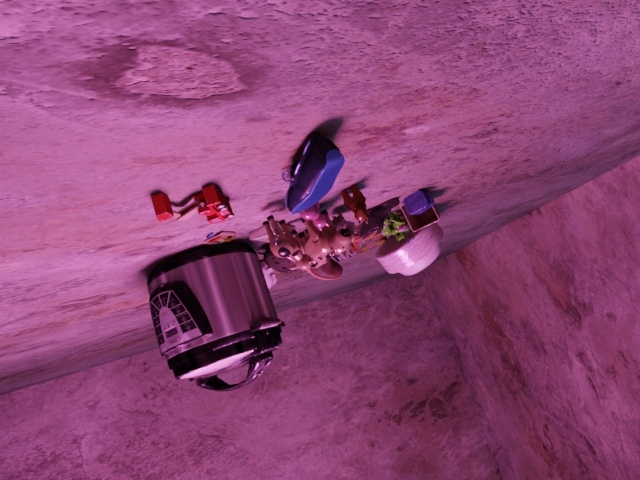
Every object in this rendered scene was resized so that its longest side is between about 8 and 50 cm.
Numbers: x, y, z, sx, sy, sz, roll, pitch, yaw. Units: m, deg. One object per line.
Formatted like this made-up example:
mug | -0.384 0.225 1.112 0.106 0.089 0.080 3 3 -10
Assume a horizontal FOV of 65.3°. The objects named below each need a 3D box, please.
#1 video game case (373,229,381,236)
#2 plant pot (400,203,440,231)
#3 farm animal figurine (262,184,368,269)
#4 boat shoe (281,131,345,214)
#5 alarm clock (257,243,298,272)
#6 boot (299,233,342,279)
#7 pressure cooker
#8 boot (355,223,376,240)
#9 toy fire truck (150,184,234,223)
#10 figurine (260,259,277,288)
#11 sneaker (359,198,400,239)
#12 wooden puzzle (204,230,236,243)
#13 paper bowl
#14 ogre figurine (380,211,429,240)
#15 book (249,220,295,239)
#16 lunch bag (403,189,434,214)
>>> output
video game case | 0.166 0.016 2.169 0.248 0.035 0.275 -21 167 5
plant pot | 0.377 -0.107 1.832 0.109 0.109 0.096 -27 176 29
farm animal figurine | 0.000 0.000 1.438 0.330 0.172 0.326 -23 165 -19
boat shoe | -0.018 -0.147 1.098 0.109 0.089 0.258 -27 168 -34
alarm clock | -0.114 0.056 1.697 0.192 0.064 0.129 -20 134 35
boot | 0.016 0.046 1.758 0.249 0.090 0.207 24 142 -23
pressure cooker | -0.312 0.253 1.558 0.376 0.420 0.370 -17 168 -11
boot | 0.167 -0.031 1.936 0.158 0.059 0.085 -20 174 42
toy fire truck | -0.275 -0.071 1.100 0.135 0.047 0.192 -19 168 0
figurine | -0.273 0.144 1.937 0.215 0.092 0.209 -18 163 -14
sneaker | 0.204 -0.074 1.719 0.170 0.089 0.051 -22 167 9
wooden puzzle | -0.286 -0.005 1.434 0.079 0.014 0.116 -28 165 32
paper bowl | 0.378 0.032 2.057 0.284 0.148 0.284 -39 -170 8
ogre figurine | 0.308 -0.061 1.927 0.197 0.096 0.118 -26 160 -27
book | -0.147 -0.022 1.550 0.096 0.035 0.144 -20 169 18
lunch bag | 0.343 -0.130 1.747 0.098 0.067 0.065 -31 163 39
